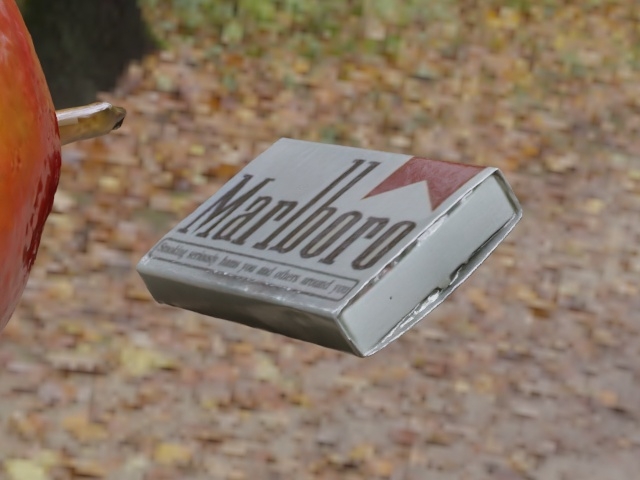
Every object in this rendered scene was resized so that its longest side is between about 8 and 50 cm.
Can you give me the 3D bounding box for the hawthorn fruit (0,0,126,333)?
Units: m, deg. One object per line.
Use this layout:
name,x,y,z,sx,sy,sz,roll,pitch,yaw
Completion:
hawthorn fruit,-0.155,-0.024,0.538,0.226,0.196,0.196,-6,22,-30

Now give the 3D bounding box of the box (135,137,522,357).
box,0.000,0.000,0.945,0.115,0.036,0.177,-40,28,-24
